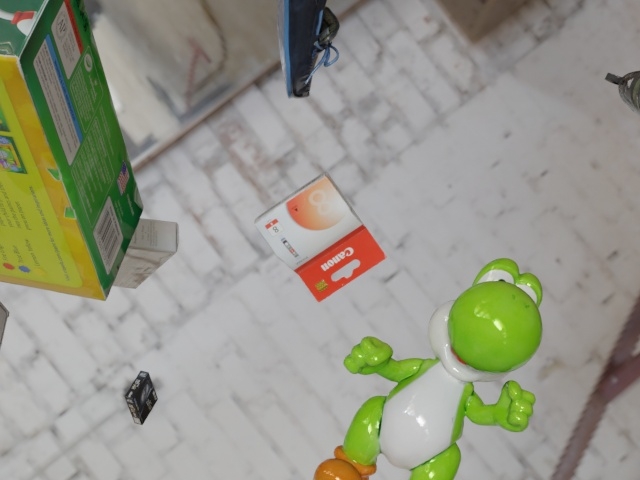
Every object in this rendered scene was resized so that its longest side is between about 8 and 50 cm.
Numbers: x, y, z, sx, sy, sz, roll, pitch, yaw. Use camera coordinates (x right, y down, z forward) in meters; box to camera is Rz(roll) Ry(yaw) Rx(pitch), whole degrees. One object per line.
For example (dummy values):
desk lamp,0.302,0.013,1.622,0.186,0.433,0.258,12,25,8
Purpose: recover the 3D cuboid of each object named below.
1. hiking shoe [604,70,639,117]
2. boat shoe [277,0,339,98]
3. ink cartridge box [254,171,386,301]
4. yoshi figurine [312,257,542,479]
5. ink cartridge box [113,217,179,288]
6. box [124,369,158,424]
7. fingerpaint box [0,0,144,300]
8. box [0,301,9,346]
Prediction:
hiking shoe,0.456,-0.157,1.544,0.227,0.086,0.114,25,-169,-26
boat shoe,-0.012,-0.294,1.788,0.258,0.089,0.109,95,167,-58
ink cartridge box,0.000,0.000,2.067,0.179,0.145,0.045,54,-169,-9
yoshi figurine,0.148,0.179,1.519,0.204,0.362,0.203,35,176,-37
ink cartridge box,-0.359,0.013,1.956,0.189,0.232,0.066,-36,48,55
box,-0.337,0.297,2.392,0.018,0.067,0.083,11,137,21
fingerpaint box,-0.435,-0.142,1.471,0.371,0.163,0.444,9,146,11
box,-0.572,0.117,1.888,0.290,0.087,0.169,69,-157,-60
